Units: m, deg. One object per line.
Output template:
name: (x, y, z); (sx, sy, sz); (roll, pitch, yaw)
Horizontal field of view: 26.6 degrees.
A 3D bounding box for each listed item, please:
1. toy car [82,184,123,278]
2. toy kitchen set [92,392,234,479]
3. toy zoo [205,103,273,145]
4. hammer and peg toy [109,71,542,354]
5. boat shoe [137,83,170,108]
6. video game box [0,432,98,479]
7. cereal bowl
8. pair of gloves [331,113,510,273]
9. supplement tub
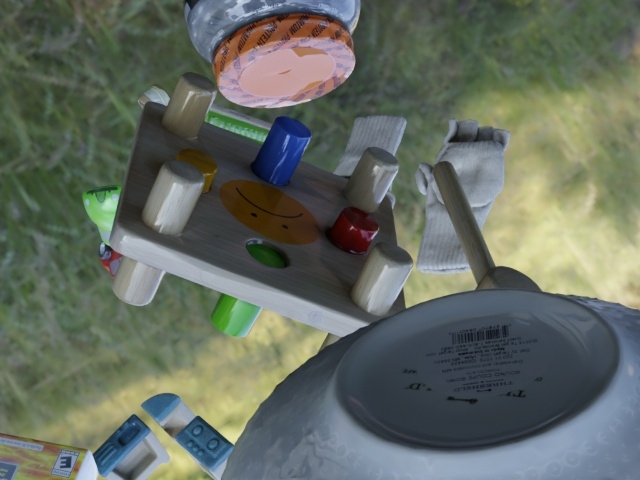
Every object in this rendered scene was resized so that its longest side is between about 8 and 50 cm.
toy car: (-0.162, -0.002, 1.355); (0.239, 0.053, 0.225); (-9, 163, 23)
toy kitchen set: (-0.218, 0.281, 1.615); (0.207, 0.166, 0.122); (-45, 132, -12)
toy zoo: (-0.141, -0.091, 1.830); (0.293, 0.192, 0.030); (-76, -174, -54)
hammer and peg toy: (0.000, 0.000, 1.184); (0.266, 0.361, 0.127); (-94, -152, -60)
boat shoe: (-0.233, -0.169, 2.047); (0.045, 0.135, 0.050); (-35, -161, -20)
video game box: (-0.311, 0.241, 1.111); (0.048, 0.205, 0.187); (83, 18, -51)
cereal bowl: (0.096, 0.127, 0.762); (0.339, 0.141, 0.339); (-11, -152, 6)
pair of gloves: (0.107, -0.066, 1.634); (0.042, 0.240, 0.204); (47, 60, -50)
supplement tub: (-0.066, -0.319, 1.496); (0.194, 0.316, 0.193); (-10, 160, -4)
